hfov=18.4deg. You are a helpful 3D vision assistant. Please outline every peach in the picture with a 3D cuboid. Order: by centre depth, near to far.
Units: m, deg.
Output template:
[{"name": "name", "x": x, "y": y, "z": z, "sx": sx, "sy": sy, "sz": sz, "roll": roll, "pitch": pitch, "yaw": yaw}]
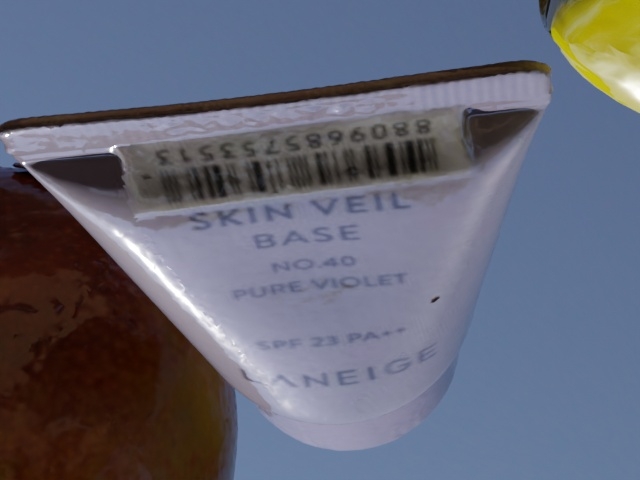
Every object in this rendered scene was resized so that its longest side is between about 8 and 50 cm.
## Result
[{"name": "peach", "x": -0.138, "y": 0.082, "z": 0.879, "sx": 0.231, "sy": 0.231, "sz": 0.231, "roll": -3, "pitch": -101, "yaw": 14}]

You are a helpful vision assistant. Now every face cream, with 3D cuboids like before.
[{"name": "face cream", "x": 0.000, "y": 0.000, "z": 0.661, "sx": 0.154, "sy": 0.274, "sz": 0.096, "roll": -4, "pitch": -108, "yaw": 5}]

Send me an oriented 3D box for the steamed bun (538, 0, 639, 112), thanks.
[{"name": "steamed bun", "x": 0.203, "y": -0.187, "z": 0.536, "sx": 0.374, "sy": 0.334, "sz": 0.334, "roll": -9, "pitch": -103, "yaw": -4}]
